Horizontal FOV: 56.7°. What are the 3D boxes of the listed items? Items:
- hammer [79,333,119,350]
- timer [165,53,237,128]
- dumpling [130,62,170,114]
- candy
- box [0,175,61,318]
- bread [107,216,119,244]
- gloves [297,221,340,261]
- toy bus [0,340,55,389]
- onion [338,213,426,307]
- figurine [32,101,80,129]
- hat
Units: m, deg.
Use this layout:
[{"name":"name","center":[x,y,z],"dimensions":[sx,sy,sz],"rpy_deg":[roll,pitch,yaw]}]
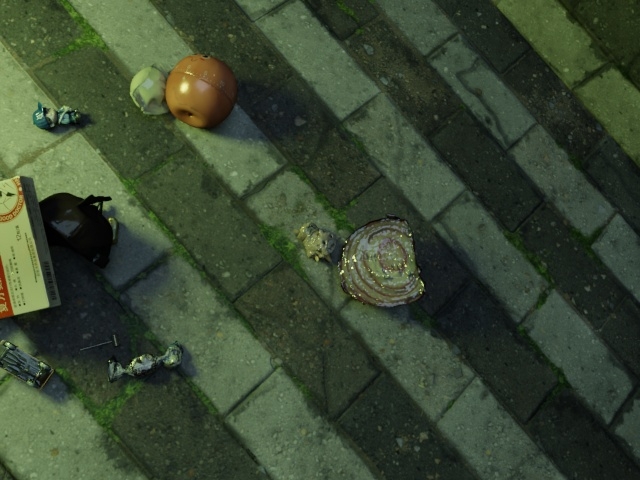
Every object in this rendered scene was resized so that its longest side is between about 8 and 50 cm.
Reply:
[{"name":"hammer","center":[-0.651,0.307,1.744],"dimensions":[0.110,0.019,0.036],"rpy_deg":[-13,79,-18]},{"name":"timer","center":[-0.390,-0.491,1.948],"dimensions":[0.229,0.229,0.215],"rpy_deg":[23,70,-10]},{"name":"dumpling","center":[-0.551,-0.497,1.973],"dimensions":[0.181,0.111,0.155],"rpy_deg":[-48,123,-17]},{"name":"candy","center":[-0.518,0.360,1.756],"dimensions":[0.226,0.051,0.094],"rpy_deg":[-14,69,-23]},{"name":"box","center":[-0.834,0.025,1.575],"dimensions":[0.214,0.069,0.353],"rpy_deg":[-13,88,10]},{"name":"bread","center":[-0.650,-0.029,1.834],"dimensions":[0.049,0.034,0.088],"rpy_deg":[1,72,-16]},{"name":"gloves","center":[-0.008,0.002,2.001],"dimensions":[0.144,0.094,0.110],"rpy_deg":[28,56,0]},{"name":"toy bus","center":[-0.826,0.344,1.647],"dimensions":[0.162,0.074,0.070],"rpy_deg":[34,75,-8]},{"name":"onion","center":[0.202,0.083,2.026],"dimensions":[0.280,0.146,0.314],"rpy_deg":[-9,76,5]},{"name":"figurine","center":[-0.836,-0.388,1.872],"dimensions":[0.136,0.079,0.077],"rpy_deg":[0,50,-39]},{"name":"hat","center":[-0.737,-0.080,1.721],"dimensions":[0.336,0.238,0.209],"rpy_deg":[23,71,1]}]
